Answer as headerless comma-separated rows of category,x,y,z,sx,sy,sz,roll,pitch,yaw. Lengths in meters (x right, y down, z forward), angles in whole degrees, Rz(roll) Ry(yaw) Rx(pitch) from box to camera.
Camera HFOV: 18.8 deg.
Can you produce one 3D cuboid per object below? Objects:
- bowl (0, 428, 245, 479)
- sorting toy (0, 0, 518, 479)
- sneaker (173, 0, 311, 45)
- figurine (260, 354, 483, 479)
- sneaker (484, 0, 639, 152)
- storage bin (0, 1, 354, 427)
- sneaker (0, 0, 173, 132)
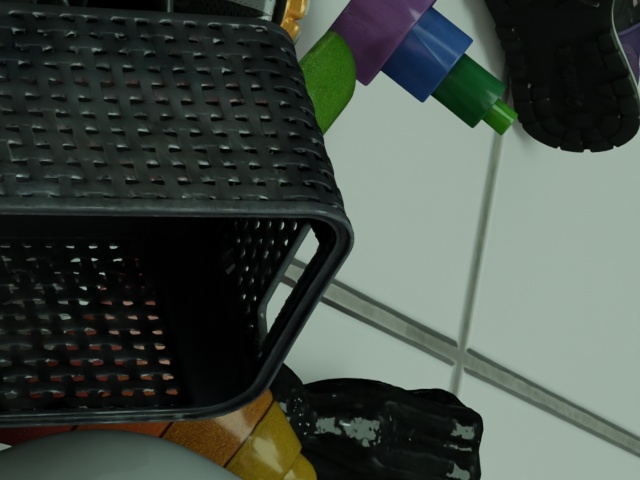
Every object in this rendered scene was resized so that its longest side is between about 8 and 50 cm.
bowl,-0.130,0.162,0.639,0.134,0.298,0.298,44,49,-13
sorting toy,0.000,0.000,0.891,0.365,0.126,0.127,-52,-179,-44
sneaker,-0.049,-0.162,0.893,0.083,0.084,0.214,6,95,-32
figurine,-0.009,0.161,0.973,0.209,0.092,0.214,24,62,-50
sneaker,0.154,-0.191,1.216,0.283,0.107,0.124,78,21,-52
storage bin,-0.095,-0.006,0.625,0.180,0.122,0.084,1,53,-25
sneaker,-0.150,-0.130,0.635,0.296,0.147,0.104,48,55,-50
